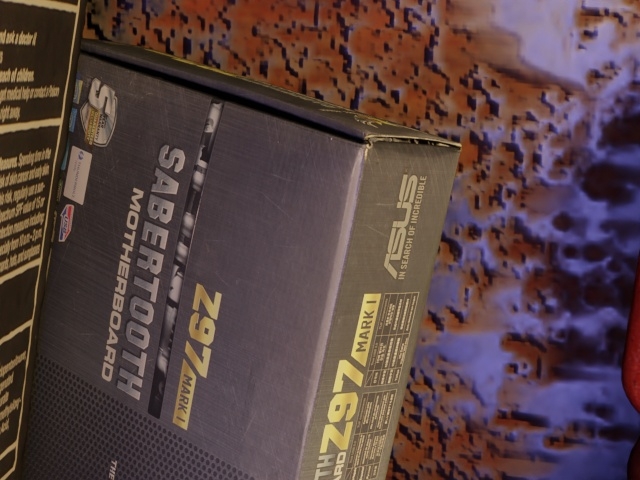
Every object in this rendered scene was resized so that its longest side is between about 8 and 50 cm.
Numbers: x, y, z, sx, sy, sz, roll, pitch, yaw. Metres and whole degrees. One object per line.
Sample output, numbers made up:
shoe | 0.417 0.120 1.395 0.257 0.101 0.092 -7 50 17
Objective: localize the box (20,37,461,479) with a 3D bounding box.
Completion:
box | -0.051 0.049 0.585 0.183 0.059 0.232 22 105 41

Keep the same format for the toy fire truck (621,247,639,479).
toy fire truck | 0.242 0.063 0.529 0.302 0.169 0.254 36 122 5

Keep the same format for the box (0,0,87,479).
box | -0.202 -0.025 0.464 0.183 0.296 0.294 11 97 4
